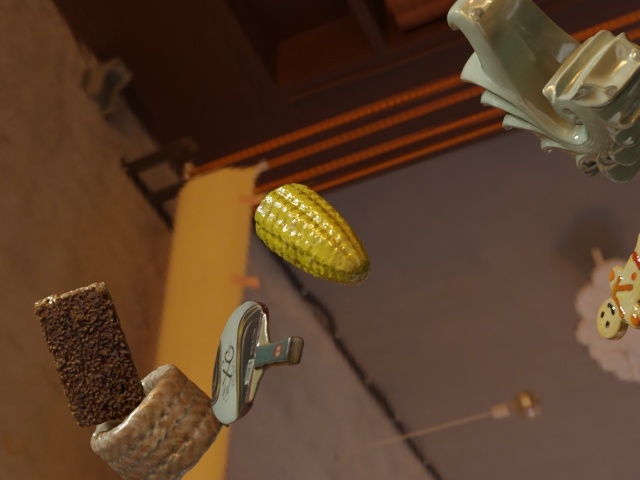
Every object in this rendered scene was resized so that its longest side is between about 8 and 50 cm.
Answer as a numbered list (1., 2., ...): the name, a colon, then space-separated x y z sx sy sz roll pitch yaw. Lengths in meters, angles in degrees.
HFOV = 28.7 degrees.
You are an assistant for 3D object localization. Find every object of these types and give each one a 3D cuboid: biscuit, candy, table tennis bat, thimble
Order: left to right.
1. biscuit: -0.375 0.190 2.053 0.025 0.131 0.231 -96 -13 -78
2. thimble: -0.272 0.319 2.083 0.148 0.229 0.196 46 -129 -8
3. table tennis bat: -0.091 0.163 1.695 0.022 0.301 0.173 14 -104 -21
4. candy: 0.000 0.000 1.709 0.199 0.094 0.106 36 139 41
5. biscuit: 0.589 0.097 2.373 0.030 0.234 0.153 11 -139 -19

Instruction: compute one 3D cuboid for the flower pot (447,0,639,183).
1. flower pot: 0.380 -0.260 2.022 0.367 0.164 0.254 33 165 26
